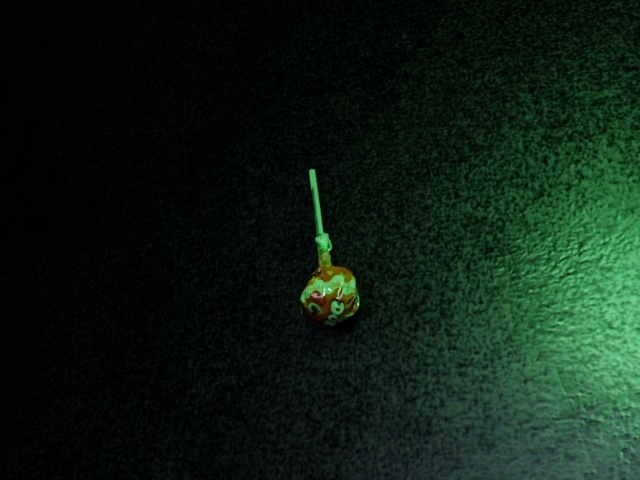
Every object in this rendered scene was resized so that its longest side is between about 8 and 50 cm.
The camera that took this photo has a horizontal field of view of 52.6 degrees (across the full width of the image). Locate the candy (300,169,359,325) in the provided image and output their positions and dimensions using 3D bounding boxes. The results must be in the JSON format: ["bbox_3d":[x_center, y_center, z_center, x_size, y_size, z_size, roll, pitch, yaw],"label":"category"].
[{"bbox_3d":[-0.001,0.001,0.986,0.084,0.078,0.287,-4,54,-7],"label":"candy"}]
